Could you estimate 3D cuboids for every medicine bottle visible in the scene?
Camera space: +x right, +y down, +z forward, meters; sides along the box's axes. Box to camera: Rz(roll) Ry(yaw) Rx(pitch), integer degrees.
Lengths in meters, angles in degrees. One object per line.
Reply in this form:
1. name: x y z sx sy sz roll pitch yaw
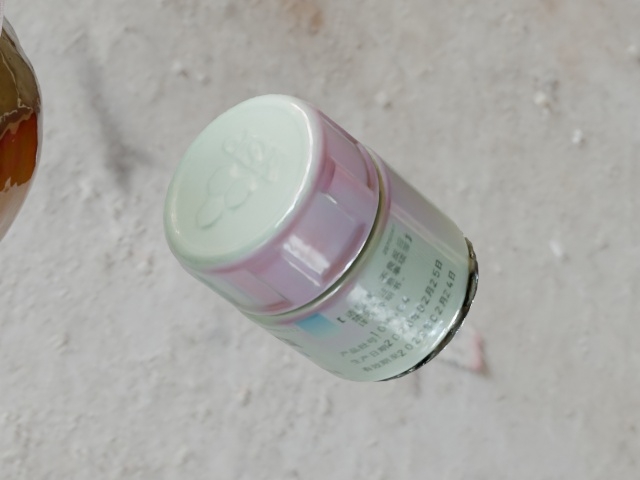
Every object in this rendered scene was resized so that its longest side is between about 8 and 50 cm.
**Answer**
1. medicine bottle: 0.000 0.000 1.000 0.168 0.135 0.135 39 38 -43

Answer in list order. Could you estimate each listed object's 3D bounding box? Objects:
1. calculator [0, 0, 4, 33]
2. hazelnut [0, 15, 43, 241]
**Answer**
1. calculator: -0.176 -0.116 0.631 0.032 0.100 0.175 -2 48 -42
2. hazelnut: -0.233 -0.052 0.860 0.210 0.186 0.210 53 23 -34
